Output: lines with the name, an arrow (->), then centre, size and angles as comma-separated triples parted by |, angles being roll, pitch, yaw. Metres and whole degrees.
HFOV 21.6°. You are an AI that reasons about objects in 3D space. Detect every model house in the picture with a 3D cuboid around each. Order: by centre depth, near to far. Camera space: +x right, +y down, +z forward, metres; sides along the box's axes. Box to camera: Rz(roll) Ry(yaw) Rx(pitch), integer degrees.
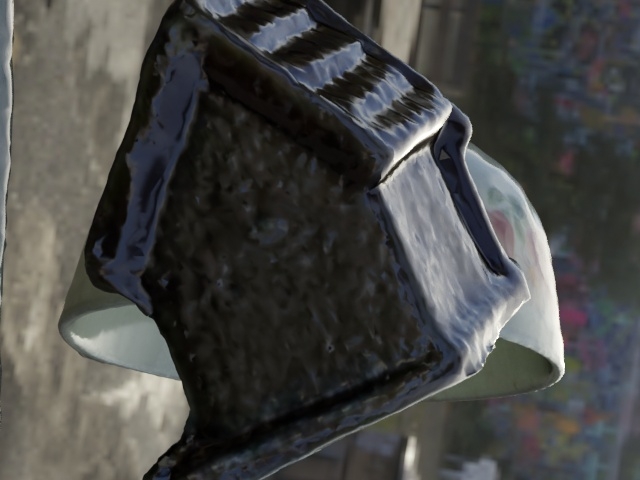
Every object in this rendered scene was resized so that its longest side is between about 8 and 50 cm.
model house -> -0.006, -0.018, 0.549 | 0.152, 0.106, 0.165 | 69, 21, -10

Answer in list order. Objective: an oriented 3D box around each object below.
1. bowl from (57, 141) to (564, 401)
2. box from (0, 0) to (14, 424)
bowl -> 0.000, 0.000, 0.924 | 0.277, 0.277, 0.145 | 63, 33, -74
box -> -0.253, -0.019, 0.288 | 0.111, 0.396, 0.397 | 26, -65, 59
